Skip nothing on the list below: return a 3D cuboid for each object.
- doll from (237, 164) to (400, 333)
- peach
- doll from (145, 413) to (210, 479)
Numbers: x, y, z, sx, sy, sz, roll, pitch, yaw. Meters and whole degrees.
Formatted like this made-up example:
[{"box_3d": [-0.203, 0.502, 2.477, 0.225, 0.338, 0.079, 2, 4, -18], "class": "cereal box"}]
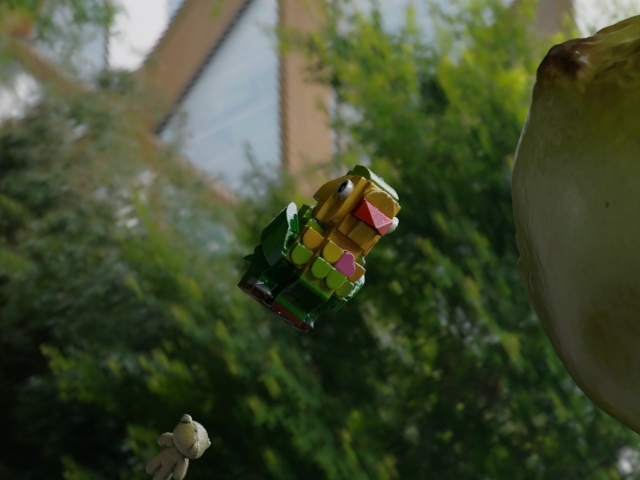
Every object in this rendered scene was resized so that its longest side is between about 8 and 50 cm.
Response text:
[{"box_3d": [0.000, 0.004, 1.512, 0.106, 0.186, 0.134, 39, 22, -21], "class": "doll"}, {"box_3d": [0.279, 0.000, 0.994, 0.281, 0.314, 0.315, -61, 134, -70], "class": "peach"}, {"box_3d": [-0.169, 0.243, 1.753, 0.051, 0.093, 0.061, 41, 18, -57], "class": "doll"}]
